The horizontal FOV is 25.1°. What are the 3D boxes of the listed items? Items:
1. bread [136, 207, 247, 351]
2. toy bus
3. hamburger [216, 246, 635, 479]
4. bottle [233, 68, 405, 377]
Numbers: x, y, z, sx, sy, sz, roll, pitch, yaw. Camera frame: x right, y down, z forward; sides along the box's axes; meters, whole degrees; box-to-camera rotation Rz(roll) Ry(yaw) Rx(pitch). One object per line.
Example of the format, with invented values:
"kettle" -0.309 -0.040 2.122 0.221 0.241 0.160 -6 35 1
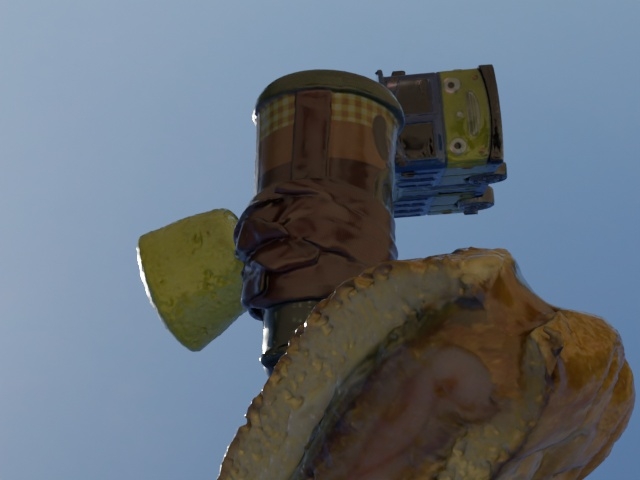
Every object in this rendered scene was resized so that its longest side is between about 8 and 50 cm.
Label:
"bread" -0.119 0.033 1.409 0.114 0.111 0.129 -28 -116 3
"toy bus" 0.143 -0.121 1.865 0.175 0.138 0.288 -4 168 -1
"hamburger" 0.073 0.137 0.939 0.209 0.330 0.162 -3 -138 -51
"bottle" 0.000 0.000 1.227 0.156 0.271 0.143 24 148 -38
